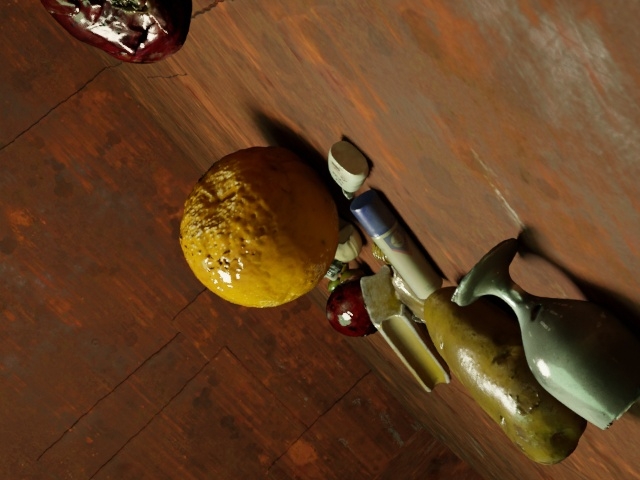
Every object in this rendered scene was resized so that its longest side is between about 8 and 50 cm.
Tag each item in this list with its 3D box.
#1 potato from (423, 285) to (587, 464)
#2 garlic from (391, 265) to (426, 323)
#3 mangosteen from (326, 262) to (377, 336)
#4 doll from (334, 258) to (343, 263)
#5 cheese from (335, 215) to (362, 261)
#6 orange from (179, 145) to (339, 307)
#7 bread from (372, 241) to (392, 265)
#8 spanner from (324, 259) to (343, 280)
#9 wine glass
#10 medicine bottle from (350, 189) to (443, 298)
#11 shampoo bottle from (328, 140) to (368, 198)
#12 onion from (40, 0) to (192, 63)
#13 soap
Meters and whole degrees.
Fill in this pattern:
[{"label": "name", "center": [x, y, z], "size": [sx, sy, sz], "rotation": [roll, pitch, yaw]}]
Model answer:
[{"label": "potato", "center": [0.293, 0.194, 1.181], "size": [0.195, 0.177, 0.369], "rotation": [5, -152, -34]}, {"label": "garlic", "center": [0.201, 0.108, 1.492], "size": [0.152, 0.066, 0.084], "rotation": [41, 143, 7]}, {"label": "mangosteen", "center": [0.090, 0.151, 1.866], "size": [0.200, 0.200, 0.200], "rotation": [45, 171, 9]}, {"label": "doll", "center": [0.000, 0.000, 1.904], "size": [0.094, 0.079, 0.180], "rotation": [-25, 106, 44]}, {"label": "cheese", "center": [0.034, -0.002, 1.716], "size": [0.163, 0.071, 0.249], "rotation": [44, 171, 18]}, {"label": "orange", "center": [-0.117, -0.023, 1.520], "size": [0.293, 0.341, 0.340], "rotation": [34, -178, -45]}, {"label": "bread", "center": [0.133, 0.027, 1.514], "size": [0.049, 0.033, 0.088], "rotation": [56, 168, -21]}, {"label": "spanner", "center": [-0.001, 0.062, 1.835], "size": [0.095, 0.040, 0.325], "rotation": [37, 169, -12]}, {"label": "wine glass", "center": [0.289, 0.111, 0.889], "size": [0.241, 0.126, 0.126], "rotation": [44, 171, 25]}, {"label": "medicine bottle", "center": [0.141, 0.010, 1.319], "size": [0.231, 0.059, 0.059], "rotation": [50, 170, -25]}, {"label": "shampoo bottle", "center": [0.047, -0.116, 1.249], "size": [0.077, 0.045, 0.152], "rotation": [45, 172, 10]}, {"label": "onion", "center": [-0.311, -0.392, 1.129], "size": [0.281, 0.221, 0.281], "rotation": [40, 168, 10]}, {"label": "soap", "center": [0.198, 0.201, 1.646], "size": [0.274, 0.089, 0.173], "rotation": [52, -166, -36]}]
